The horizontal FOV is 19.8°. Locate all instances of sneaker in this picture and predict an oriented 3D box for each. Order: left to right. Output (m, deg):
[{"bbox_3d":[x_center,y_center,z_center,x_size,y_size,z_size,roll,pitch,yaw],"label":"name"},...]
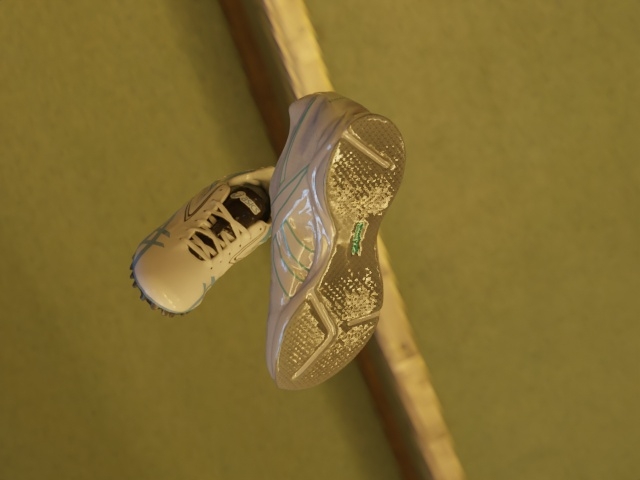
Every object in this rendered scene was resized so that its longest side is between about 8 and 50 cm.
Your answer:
[{"bbox_3d":[-0.104,-0.007,1.750,0.085,0.237,0.086,42,127,0],"label":"sneaker"},{"bbox_3d":[0.000,0.000,0.882,0.053,0.061,0.152,-2,117,-32],"label":"sneaker"}]
